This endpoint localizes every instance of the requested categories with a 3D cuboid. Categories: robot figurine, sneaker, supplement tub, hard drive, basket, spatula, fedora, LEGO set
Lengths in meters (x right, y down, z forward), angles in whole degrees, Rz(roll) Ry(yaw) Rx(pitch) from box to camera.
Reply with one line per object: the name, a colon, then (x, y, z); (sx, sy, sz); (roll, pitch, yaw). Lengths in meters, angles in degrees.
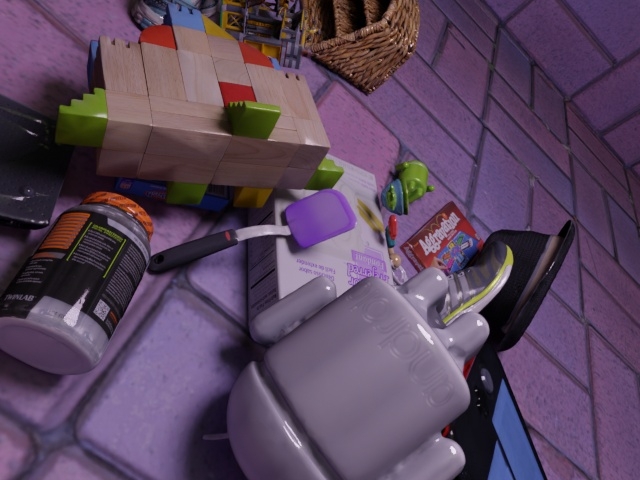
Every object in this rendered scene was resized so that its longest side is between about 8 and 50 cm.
robot figurine: (0.034, 0.182, 0.634); (0.300, 0.353, 0.200); (50, -7, 27)
robot figurine: (0.213, -0.139, 1.198); (0.101, 0.067, 0.115); (35, 43, -16)
sneaker: (0.241, 0.093, 0.961); (0.121, 0.111, 0.300); (45, 69, 8)
sneaker: (-0.238, -0.484, 0.980); (0.110, 0.122, 0.283); (36, 43, -19)
supplement tub: (-0.266, 0.041, 0.583); (0.117, 0.117, 0.190); (34, 44, -21)
hard drive: (-0.427, -0.111, 0.589); (0.254, 0.054, 0.172); (22, 49, -31)
basket: (0.099, -0.560, 1.281); (0.223, 0.213, 0.299); (24, 48, -30)
spatula: (-0.096, -0.009, 0.737); (0.296, 0.030, 0.084); (-15, 60, -15)
fedora: (0.412, 0.070, 1.131); (0.152, 0.334, 0.334); (29, 37, 18)
LEGO set: (-0.083, -0.499, 1.032); (0.192, 0.255, 0.331); (9, 40, -7)

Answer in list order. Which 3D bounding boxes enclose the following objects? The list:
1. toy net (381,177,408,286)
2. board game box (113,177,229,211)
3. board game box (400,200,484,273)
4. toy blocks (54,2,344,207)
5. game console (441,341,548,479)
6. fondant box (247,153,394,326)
toy net: (0.141, 0.008, 0.940); (0.122, 0.045, 0.232); (-101, -173, -77)
board game box: (-0.218, -0.159, 0.792); (0.160, 0.047, 0.210); (11, 63, -30)
board game box: (0.290, 0.014, 1.194); (0.145, 0.027, 0.281); (52, 40, 2)
toy blocks: (-0.164, -0.210, 0.729); (0.381, 0.191, 0.261); (1, 56, -31)
game console: (0.288, 0.378, 0.794); (0.386, 0.060, 0.342); (67, 24, -2)
fondant box: (0.000, 0.000, 0.880); (0.238, 0.096, 0.330); (18, 52, -33)
